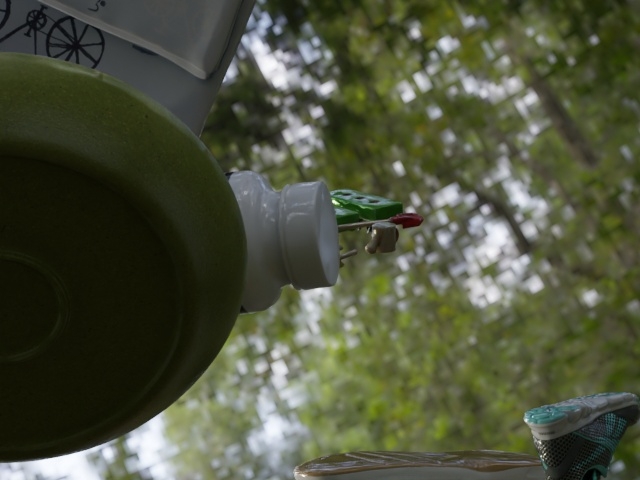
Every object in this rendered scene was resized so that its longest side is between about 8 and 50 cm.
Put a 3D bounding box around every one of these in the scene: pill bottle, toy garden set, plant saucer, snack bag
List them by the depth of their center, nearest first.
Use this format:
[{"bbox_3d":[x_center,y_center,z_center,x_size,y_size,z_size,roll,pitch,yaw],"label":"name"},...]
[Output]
[{"bbox_3d":[-0.154,0.023,0.887,0.241,0.037,0.241,-3,-55,-4],"label":"plant saucer"},{"bbox_3d":[-0.088,0.004,1.390,0.193,0.108,0.108,-5,-25,12],"label":"pill bottle"},{"bbox_3d":[-0.237,-0.224,1.843,0.343,0.323,0.037,-67,-12,14],"label":"snack bag"},{"bbox_3d":[0.000,0.000,2.140,0.244,0.204,0.049,-14,-71,-36],"label":"toy garden set"}]

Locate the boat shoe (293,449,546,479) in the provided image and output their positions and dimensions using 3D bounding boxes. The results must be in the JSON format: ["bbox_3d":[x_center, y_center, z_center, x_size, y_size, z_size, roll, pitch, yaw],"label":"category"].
[{"bbox_3d":[0.099,0.242,1.679,0.277,0.096,0.098,5,0,-32],"label":"boat shoe"}]

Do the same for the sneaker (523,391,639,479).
[{"bbox_3d":[0.224,0.171,1.564,0.065,0.076,0.166,-10,-3,35],"label":"sneaker"}]
